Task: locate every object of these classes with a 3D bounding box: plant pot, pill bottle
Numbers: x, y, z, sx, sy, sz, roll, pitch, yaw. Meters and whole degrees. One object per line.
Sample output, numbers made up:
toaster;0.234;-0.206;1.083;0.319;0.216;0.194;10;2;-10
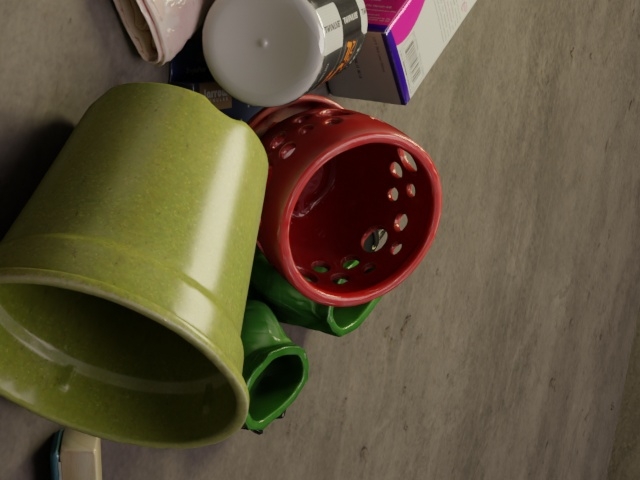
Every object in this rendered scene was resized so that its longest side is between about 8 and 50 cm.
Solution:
plant pot;-0.163;0.009;1.246;0.276;0.276;0.254;62;37;-48
pill bottle;-0.025;-0.224;1.473;0.246;0.130;0.131;-45;139;-68
plant pot;0.005;-0.048;1.451;0.191;0.174;0.191;-11;116;-25

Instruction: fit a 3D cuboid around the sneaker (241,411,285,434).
sneaker;-0.095;0.186;1.571;0.170;0.074;0.063;-2;101;-59

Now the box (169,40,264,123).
box;-0.111;-0.099;1.490;0.136;0.036;0.225;-18;113;-57

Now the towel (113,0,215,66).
towel;-0.122;-0.390;1.359;0.332;0.053;0.317;-55;142;-34

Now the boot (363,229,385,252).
boot;0.002;0.001;1.669;0.236;0.085;0.179;35;73;-56

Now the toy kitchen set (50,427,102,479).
toy kitchen set;-0.289;0.272;1.284;0.207;0.166;0.122;-105;-165;-71

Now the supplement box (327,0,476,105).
supplement box;0.094;-0.280;1.702;0.220;0.113;0.111;-55;141;-34

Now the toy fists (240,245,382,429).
toy fists;-0.058;0.083;1.519;0.279;0.142;0.096;-48;133;-30
